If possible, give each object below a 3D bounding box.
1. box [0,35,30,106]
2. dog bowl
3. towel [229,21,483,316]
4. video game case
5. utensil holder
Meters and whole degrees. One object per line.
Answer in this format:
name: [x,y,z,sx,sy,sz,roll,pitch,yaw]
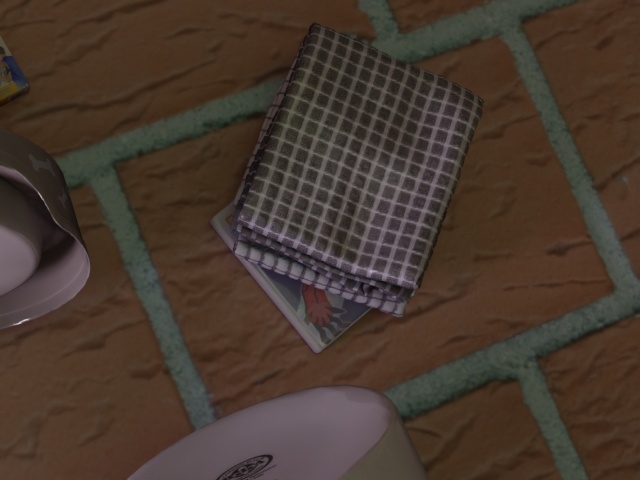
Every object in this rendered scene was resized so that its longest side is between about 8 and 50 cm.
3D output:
box: [-0.397,-0.211,1.724,0.081,0.028,0.136,-31,89,-20]
dog bowl: [-0.405,-0.009,1.517,0.348,0.349,0.102,1,65,-17]
towel: [0.042,-0.082,1.755,0.235,0.121,0.284,23,71,-9]
video game case: [0.000,0.000,1.798,0.183,0.023,0.201,-39,91,-21]
utensil holder: [0.000,0.375,1.454,0.327,0.327,0.386,-28,104,-21]
